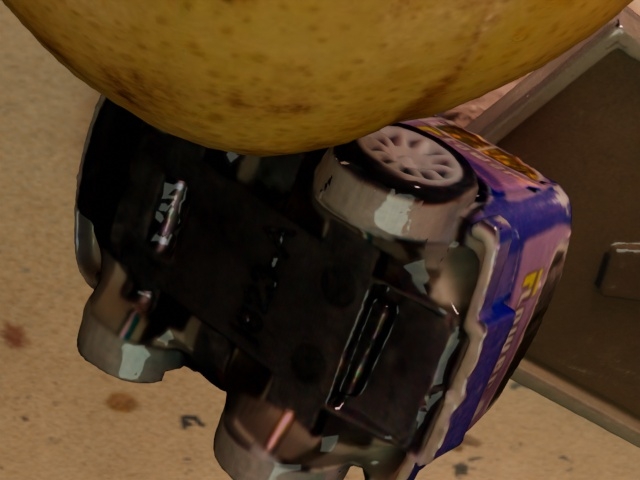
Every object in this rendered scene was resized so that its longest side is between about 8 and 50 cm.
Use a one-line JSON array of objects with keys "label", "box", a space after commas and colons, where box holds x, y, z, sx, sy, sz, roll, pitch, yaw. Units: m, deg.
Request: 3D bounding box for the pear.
[{"label": "pear", "box": [0.000, -0.181, 0.533, 0.314, 0.314, 0.314, 1, 138, 1]}]

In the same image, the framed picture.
[{"label": "framed picture", "box": [0.192, 0.022, 0.949, 0.324, 0.020, 0.240, 28, 132, -26]}]

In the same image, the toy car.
[{"label": "toy car", "box": [0.000, 0.000, 0.824, 0.235, 0.158, 0.172, 34, 119, 25]}]
